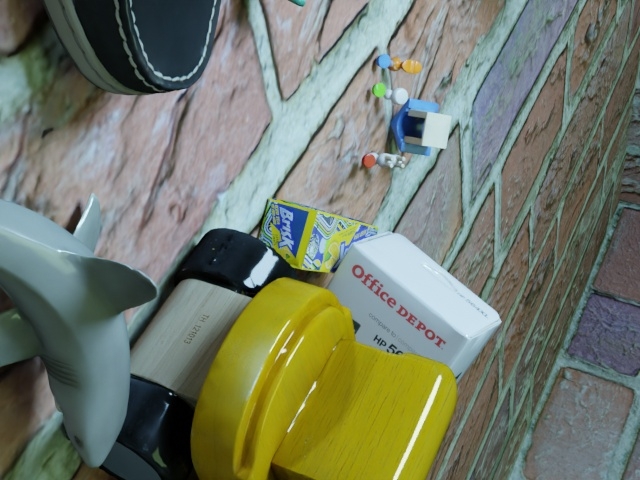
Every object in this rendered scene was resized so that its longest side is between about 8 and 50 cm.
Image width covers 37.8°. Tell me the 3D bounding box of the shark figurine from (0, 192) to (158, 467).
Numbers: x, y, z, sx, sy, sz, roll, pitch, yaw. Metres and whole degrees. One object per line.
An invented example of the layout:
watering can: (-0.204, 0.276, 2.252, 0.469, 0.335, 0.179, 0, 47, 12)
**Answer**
shark figurine: (-0.154, 0.022, 0.507, 0.278, 0.116, 0.166, 45, 55, -57)

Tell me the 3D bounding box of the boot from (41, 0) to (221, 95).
boot: (-0.001, -0.240, 0.466, 0.138, 0.284, 0.377, -25, 126, -61)

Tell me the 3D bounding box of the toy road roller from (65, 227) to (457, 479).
toy road roller: (-0.022, 0.170, 0.743, 0.202, 0.241, 0.329, -57, 152, -33)

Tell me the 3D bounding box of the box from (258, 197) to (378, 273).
box: (0.000, 0.000, 0.922, 0.169, 0.054, 0.059, 11, 95, -68)

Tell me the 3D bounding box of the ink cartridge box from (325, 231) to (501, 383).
ink cartridge box: (0.057, 0.115, 0.924, 0.086, 0.148, 0.203, -15, 139, -57)

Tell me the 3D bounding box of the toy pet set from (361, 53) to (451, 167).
toy pet set: (0.086, -0.140, 1.048, 0.114, 0.065, 0.122, 5, 99, -31)

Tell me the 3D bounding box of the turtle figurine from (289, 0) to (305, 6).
turtle figurine: (0.002, -0.291, 0.660, 0.175, 0.118, 0.234, 13, 109, -52)
